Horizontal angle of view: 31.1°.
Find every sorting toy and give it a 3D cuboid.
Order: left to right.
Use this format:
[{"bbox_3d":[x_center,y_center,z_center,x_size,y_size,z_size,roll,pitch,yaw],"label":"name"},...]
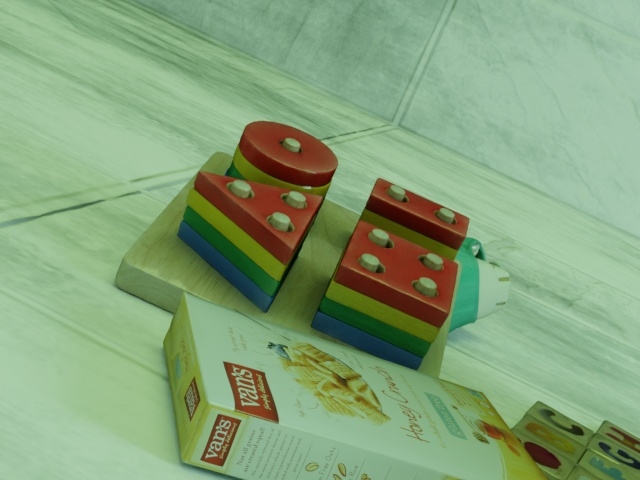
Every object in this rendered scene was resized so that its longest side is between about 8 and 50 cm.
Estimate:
[{"bbox_3d":[0.000,0.000,0.954,0.255,0.089,0.257,24,26,1],"label":"sorting toy"}]

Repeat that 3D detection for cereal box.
[{"bbox_3d":[0.021,0.116,0.741,0.240,0.047,0.173,20,13,-18],"label":"cereal box"}]

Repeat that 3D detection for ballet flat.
[{"bbox_3d":[0.153,0.039,1.193,0.087,0.083,0.247,3,11,4],"label":"ballet flat"}]

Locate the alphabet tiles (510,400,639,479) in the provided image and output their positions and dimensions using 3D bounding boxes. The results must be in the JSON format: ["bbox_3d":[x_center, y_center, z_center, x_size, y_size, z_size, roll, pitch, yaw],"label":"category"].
[{"bbox_3d":[0.304,0.227,0.895,0.342,0.011,0.285,28,13,18],"label":"alphabet tiles"}]
